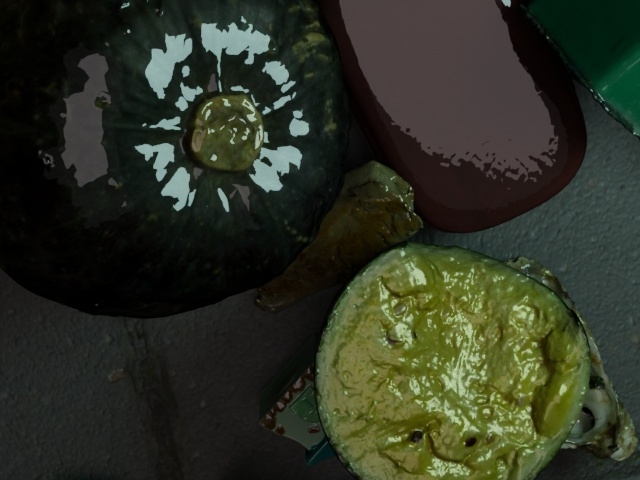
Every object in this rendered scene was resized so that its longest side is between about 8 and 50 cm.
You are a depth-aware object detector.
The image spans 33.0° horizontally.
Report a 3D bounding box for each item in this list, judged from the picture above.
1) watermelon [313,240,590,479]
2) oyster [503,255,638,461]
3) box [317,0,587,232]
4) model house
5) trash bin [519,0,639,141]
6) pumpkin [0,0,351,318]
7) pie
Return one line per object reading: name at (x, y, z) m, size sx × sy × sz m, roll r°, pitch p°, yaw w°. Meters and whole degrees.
watermelon at (0.148, 0.160, 1.333) m, size 0.330 × 0.189 × 0.331 m, roll 0°, pitch 93°, yaw -1°
oyster at (0.314, 0.160, 1.450) m, size 0.166 × 0.094 × 0.295 m, roll -13°, pitch 89°, yaw 5°
box at (0.157, -0.204, 1.316) m, size 0.263 × 0.108 × 0.404 m, roll -26°, pitch 106°, yaw 7°
model house at (0.009, 0.223, 1.441) m, size 0.149 × 0.100 × 0.127 m, roll 38°, pitch 102°, yaw -14°
trash bin at (0.445, -0.285, 1.165) m, size 0.381 × 0.295 × 0.259 m, roll -44°, pitch 138°, yaw 20°
pumpkin at (-0.183, -0.130, 1.183) m, size 0.454 × 0.344 × 0.455 m, roll -10°, pitch 109°, yaw -33°
pie at (0.000, 0.000, 1.360) m, size 0.282 × 0.068 × 0.129 m, roll -31°, pitch 107°, yaw 31°
